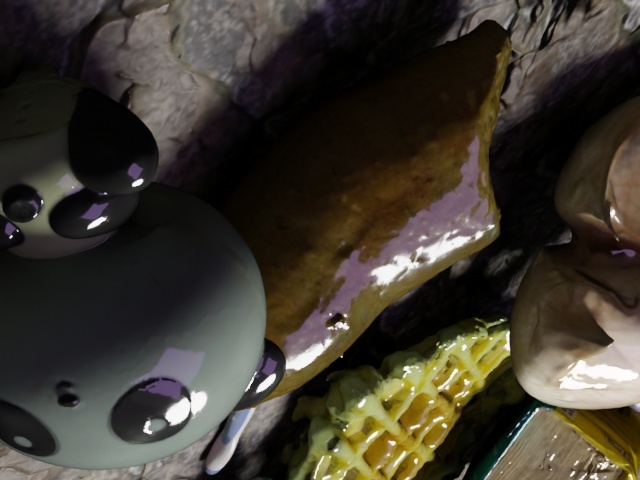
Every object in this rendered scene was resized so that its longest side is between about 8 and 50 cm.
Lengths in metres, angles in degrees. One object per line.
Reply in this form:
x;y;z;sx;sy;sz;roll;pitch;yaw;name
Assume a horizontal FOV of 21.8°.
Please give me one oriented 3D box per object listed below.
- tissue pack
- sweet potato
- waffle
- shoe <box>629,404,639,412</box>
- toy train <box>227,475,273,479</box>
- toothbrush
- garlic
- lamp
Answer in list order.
0.228;0.233;1.654;0.192;0.134;0.271;-54;175;16;tissue pack
0.000;0.000;1.146;0.370;0.158;0.158;-36;151;1;sweet potato
0.072;0.178;1.539;0.297;0.073;0.317;-21;145;-38;waffle
0.350;0.045;1.691;0.095;0.137;0.245;11;101;-8;shoe
-0.026;0.282;1.451;0.202;0.081;0.060;48;48;-24;toy train
-0.047;0.093;1.325;0.027;0.021;0.269;-9;137;-38;toothbrush
0.292;0.026;1.435;0.313;0.249;0.286;3;122;-27;garlic
-0.135;0.024;0.968;0.198;0.198;0.244;-34;134;-18;lamp
